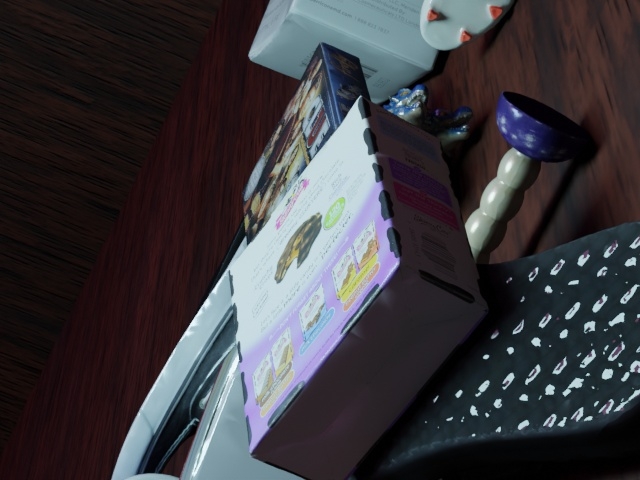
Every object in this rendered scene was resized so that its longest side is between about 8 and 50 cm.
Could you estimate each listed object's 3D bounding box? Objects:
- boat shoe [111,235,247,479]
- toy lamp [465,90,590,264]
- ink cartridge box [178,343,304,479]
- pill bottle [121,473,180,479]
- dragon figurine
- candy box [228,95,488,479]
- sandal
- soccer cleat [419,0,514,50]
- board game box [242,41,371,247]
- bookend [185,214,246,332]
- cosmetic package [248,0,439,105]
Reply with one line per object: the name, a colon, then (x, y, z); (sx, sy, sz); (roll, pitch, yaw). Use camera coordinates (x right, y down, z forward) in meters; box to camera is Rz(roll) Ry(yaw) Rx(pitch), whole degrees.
boat shoe: (-0.106, 0.144, 1.984); (0.301, 0.102, 0.108); (-59, -1, 3)
toy lamp: (0.096, 0.031, 1.390); (0.080, 0.080, 0.274); (-102, 36, -69)
ink cartridge box: (-0.031, 0.162, 1.525); (0.176, 0.128, 0.127); (124, 167, -76)
pill bottle: (-0.197, 0.330, 1.930); (0.272, 0.152, 0.152); (-43, 27, 61)
dragon figurine: (0.041, -0.009, 1.676); (0.289, 0.085, 0.144); (-54, 18, 45)
candy box: (0.018, 0.030, 1.238); (0.165, 0.070, 0.196); (-52, 25, 26)
sandal: (0.114, 0.090, 1.203); (0.446, 0.107, 0.167); (-9, 57, 61)
soccer cleat: (0.153, -0.251, 1.695); (0.196, 0.068, 0.076); (-57, 10, 15)
board game box: (-0.010, -0.056, 1.671); (0.165, 0.042, 0.243); (-61, 15, 19)
bookend: (-0.073, 0.033, 2.123); (0.156, 0.072, 0.157); (-66, 5, -24)
cosmetic package: (0.081, -0.346, 1.943); (0.217, 0.156, 0.385); (151, 139, -74)
